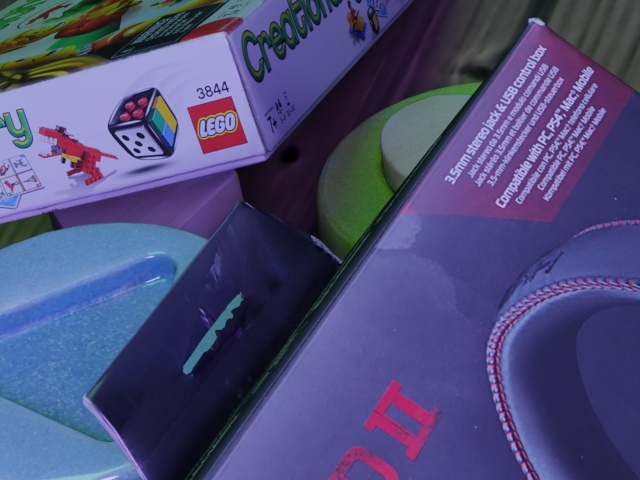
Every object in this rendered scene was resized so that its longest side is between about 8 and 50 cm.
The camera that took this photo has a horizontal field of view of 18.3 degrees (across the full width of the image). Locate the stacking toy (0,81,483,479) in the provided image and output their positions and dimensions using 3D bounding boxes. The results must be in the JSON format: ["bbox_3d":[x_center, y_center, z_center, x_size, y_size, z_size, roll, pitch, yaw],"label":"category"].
[{"bbox_3d":[0.000,0.000,0.705,0.309,0.130,0.279,-10,38,2],"label":"stacking toy"}]

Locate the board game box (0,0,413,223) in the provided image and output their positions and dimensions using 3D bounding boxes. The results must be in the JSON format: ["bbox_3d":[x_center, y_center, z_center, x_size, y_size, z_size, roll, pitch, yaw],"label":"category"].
[{"bbox_3d":[-0.069,-0.085,0.848,0.193,0.053,0.305,-13,17,21],"label":"board game box"}]

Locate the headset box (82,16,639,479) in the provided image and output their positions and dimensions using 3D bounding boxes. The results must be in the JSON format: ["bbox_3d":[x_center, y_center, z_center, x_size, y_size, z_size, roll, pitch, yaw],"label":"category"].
[{"bbox_3d":[0.078,0.103,0.476,0.293,0.110,0.218,36,53,2],"label":"headset box"}]
